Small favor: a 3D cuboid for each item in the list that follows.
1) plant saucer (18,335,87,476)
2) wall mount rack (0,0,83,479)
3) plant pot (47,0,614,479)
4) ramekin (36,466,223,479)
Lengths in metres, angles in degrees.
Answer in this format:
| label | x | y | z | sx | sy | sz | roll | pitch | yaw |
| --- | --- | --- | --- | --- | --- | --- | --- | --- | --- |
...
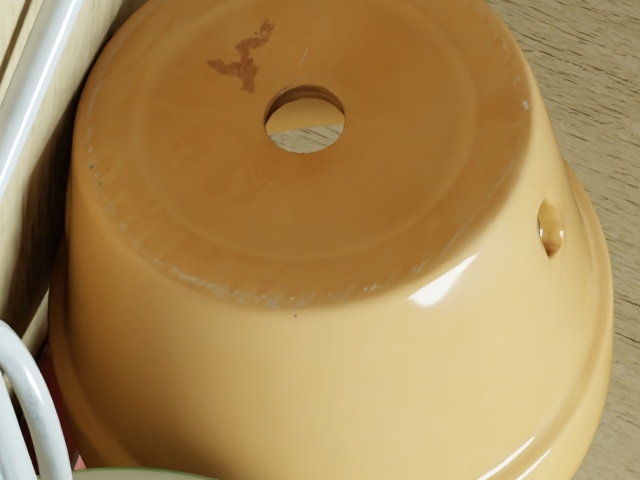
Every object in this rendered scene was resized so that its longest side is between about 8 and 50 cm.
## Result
| label | x | y | z | sx | sy | sz | roll | pitch | yaw |
| --- | --- | --- | --- | --- | --- | --- | --- | --- | --- |
| plant saucer | -0.148 | 0.082 | 1.097 | 0.259 | 0.048 | 0.258 | -69 | -178 | -50 |
| wall mount rack | -0.088 | 0.045 | 0.473 | 0.350 | 0.130 | 0.304 | -71 | 146 | -77 |
| plant pot | 0.000 | 0.000 | 0.779 | 0.203 | 0.291 | 0.291 | 82 | 27 | -59 |
| ramekin | -0.078 | 0.232 | 0.649 | 0.303 | 0.303 | 0.148 | -68 | 173 | -52 |
